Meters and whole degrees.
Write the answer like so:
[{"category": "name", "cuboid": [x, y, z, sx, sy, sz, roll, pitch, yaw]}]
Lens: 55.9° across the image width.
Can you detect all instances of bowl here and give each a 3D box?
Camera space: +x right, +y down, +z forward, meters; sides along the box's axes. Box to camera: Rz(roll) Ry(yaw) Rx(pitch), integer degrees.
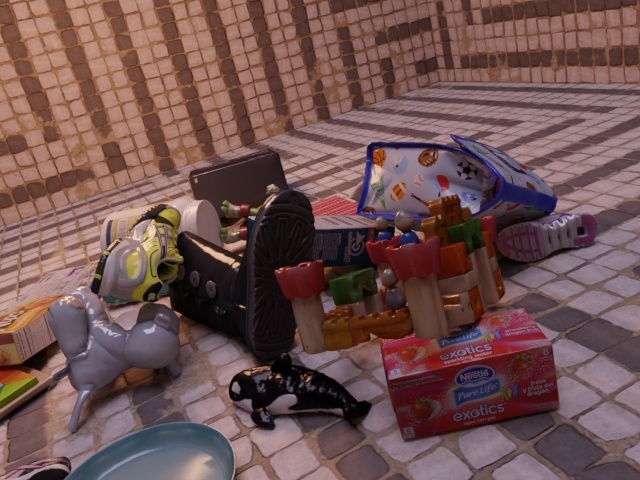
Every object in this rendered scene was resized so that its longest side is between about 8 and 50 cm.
[{"category": "bowl", "cuboid": [-0.467, 0.226, 1.506, 0.142, 0.053, 0.142, -7, 22, 16]}]

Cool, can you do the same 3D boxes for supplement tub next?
[{"category": "supplement tub", "cuboid": [-0.483, -0.004, 1.856, 0.316, 0.228, 0.228, -9, 22, 13]}]

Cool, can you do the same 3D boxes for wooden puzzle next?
[{"category": "wooden puzzle", "cuboid": [-0.763, 0.354, 1.386, 0.239, 0.044, 0.221, 1, 26, 36]}]

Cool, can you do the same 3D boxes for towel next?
[{"category": "towel", "cuboid": [0.028, -0.085, 2.001, 0.199, 0.031, 0.275, -21, 21, -17]}]

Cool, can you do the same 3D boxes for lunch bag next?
[{"category": "lunch bag", "cuboid": [0.344, -0.128, 1.490, 0.386, 0.238, 0.328, 10, 3, 43]}]

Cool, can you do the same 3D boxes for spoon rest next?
[{"category": "spoon rest", "cuboid": [0.177, -0.143, 1.948, 0.137, 0.084, 0.276, 18, 7, -24]}]

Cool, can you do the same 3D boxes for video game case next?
[{"category": "video game case", "cuboid": [-0.792, 0.158, 1.876, 0.244, 0.061, 0.269, -12, 21, 9]}]

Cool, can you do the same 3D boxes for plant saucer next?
[{"category": "plant saucer", "cuboid": [-0.280, 0.406, 0.945, 0.318, 0.043, 0.317, -13, 21, 5]}]

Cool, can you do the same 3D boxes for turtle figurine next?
[{"category": "turtle figurine", "cuboid": [-0.183, -0.065, 1.851, 0.266, 0.197, 0.274, -3, 21, 13]}]

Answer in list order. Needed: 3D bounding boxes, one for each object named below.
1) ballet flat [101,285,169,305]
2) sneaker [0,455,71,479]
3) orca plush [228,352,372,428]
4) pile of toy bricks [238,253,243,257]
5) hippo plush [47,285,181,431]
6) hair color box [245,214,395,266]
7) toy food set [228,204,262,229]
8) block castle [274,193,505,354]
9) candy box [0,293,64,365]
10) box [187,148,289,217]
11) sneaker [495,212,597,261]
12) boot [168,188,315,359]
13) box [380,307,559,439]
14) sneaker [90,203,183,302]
[{"category": "ballet flat", "cuboid": [-0.515, 0.129, 1.752, 0.241, 0.091, 0.077, -11, -1, -2]}, {"category": "sneaker", "cuboid": [-0.516, 0.423, 1.043, 0.178, 0.072, 0.077, -9, 8, -9]}, {"category": "orca plush", "cuboid": [-0.057, 0.259, 1.085, 0.287, 0.102, 0.151, 8, 30, 44]}, {"category": "pile of toy bricks", "cuboid": [-0.155, 0.124, 1.528, 0.212, 0.118, 0.105, 23, 70, 36]}, {"category": "hippo plush", "cuboid": [-0.428, 0.200, 1.294, 0.237, 0.234, 0.294, -15, 20, -1]}, {"category": "hair color box", "cuboid": [0.000, 0.000, 1.556, 0.347, 0.105, 0.174, -2, 15, -27]}, {"category": "toy food set", "cuboid": [-0.217, -0.071, 2.092, 0.128, 0.071, 0.218, -30, 8, 34]}, {"category": "block castle", "cuboid": [0.154, 0.045, 1.138, 0.303, 0.212, 0.453, -13, 1, 30]}, {"category": "candy box", "cuboid": [-0.771, 0.230, 1.580, 0.183, 0.087, 0.316, -9, 12, 13]}, {"category": "box", "cuboid": [-0.316, -0.217, 2.307, 0.343, 0.178, 0.312, -17, 13, -6]}, {"category": "sneaker", "cuboid": [0.524, -0.015, 1.434, 0.237, 0.095, 0.104, -11, 14, -4]}, {"category": "boot", "cuboid": [-0.211, 0.040, 1.423, 0.146, 0.366, 0.445, 9, 4, -36]}, {"category": "box", "cuboid": [0.236, 0.214, 0.981, 0.257, 0.122, 0.128, -13, 20, 4]}, {"category": "sneaker", "cuboid": [-0.392, 0.038, 1.410, 0.147, 0.145, 0.384, 23, 28, -4]}]
